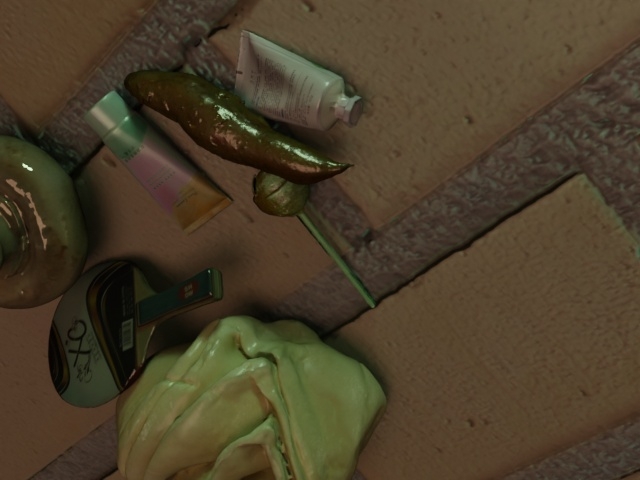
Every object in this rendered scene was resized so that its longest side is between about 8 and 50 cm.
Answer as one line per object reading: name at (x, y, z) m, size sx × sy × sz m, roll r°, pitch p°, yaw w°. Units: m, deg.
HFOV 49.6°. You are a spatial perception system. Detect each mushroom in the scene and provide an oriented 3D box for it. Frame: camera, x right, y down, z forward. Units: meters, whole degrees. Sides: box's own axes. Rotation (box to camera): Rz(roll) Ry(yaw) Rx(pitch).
mushroom at (-0.371, -0.002, 0.779) m, size 0.207 × 0.209 × 0.206 m, roll 15°, pitch 144°, yaw 11°

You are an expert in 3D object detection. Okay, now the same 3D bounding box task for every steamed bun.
steamed bun at (-0.103, 0.227, 0.791) m, size 0.289 × 0.203 × 0.275 m, roll 28°, pitch 118°, yaw 5°

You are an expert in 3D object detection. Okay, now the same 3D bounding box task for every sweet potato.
sweet potato at (-0.092, -0.114, 0.698) m, size 0.274 × 0.067 × 0.067 m, roll 27°, pitch 120°, yaw 16°

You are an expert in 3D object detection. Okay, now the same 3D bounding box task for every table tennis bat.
table tennis bat at (-0.227, 0.097, 0.808) m, size 0.301 × 0.022 × 0.173 m, roll -22°, pitch 65°, yaw 32°

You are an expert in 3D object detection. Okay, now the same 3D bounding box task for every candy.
candy at (0.000, 0.000, 0.748) m, size 0.061 × 0.061 × 0.202 m, roll -28°, pitch 112°, yaw 26°

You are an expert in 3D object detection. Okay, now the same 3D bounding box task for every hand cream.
hand cream at (-0.024, -0.148, 0.686) m, size 0.142 × 0.053 × 0.084 m, roll 24°, pitch 119°, yaw 23°
hand cream at (-0.181, -0.086, 0.765) m, size 0.076 × 0.047 × 0.174 m, roll -33°, pitch 110°, yaw 26°
